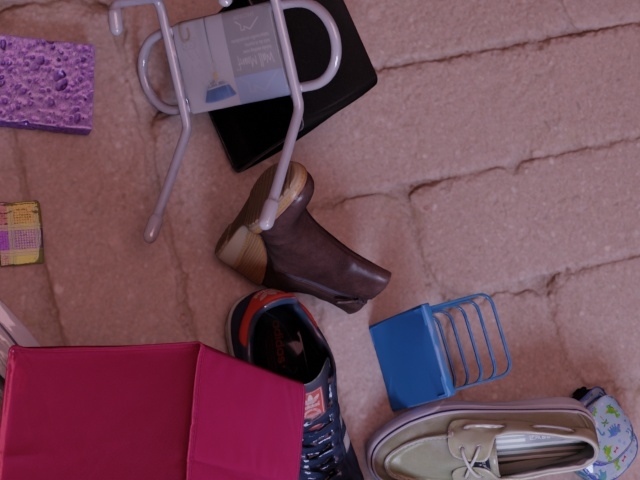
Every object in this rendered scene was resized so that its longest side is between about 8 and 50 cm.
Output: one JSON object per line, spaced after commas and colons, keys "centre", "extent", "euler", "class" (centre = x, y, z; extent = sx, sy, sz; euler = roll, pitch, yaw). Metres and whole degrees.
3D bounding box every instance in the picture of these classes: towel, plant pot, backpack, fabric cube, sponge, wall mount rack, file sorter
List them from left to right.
{"centre": [-0.393, -0.202, 1.884], "extent": [0.210, 0.031, 0.117], "euler": [5, 77, -17], "class": "sponge"}
{"centre": [-0.377, -0.010, 1.860], "extent": [0.060, 0.009, 0.083], "euler": [-5, 81, -20], "class": "towel"}
{"centre": [-0.191, 0.259, 1.678], "extent": [0.254, 0.258, 0.259], "euler": [-2, 74, 25], "class": "fabric cube"}
{"centre": [-0.131, -0.165, 1.803], "extent": [0.130, 0.350, 0.304], "euler": [-19, 100, -47], "class": "wall mount rack"}
{"centre": [-0.040, -0.220, 1.932], "extent": [0.167, 0.187, 0.188], "euler": [-20, 85, -34], "class": "plant pot"}
{"centre": [0.154, 0.143, 1.917], "extent": [0.104, 0.170, 0.118], "euler": [-12, 82, -24], "class": "file sorter"}
{"centre": [0.372, 0.267, 2.005], "extent": [0.105, 0.084, 0.114], "euler": [-39, 96, -18], "class": "backpack"}

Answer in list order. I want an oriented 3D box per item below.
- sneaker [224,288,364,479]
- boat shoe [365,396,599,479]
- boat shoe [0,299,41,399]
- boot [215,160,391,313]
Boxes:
{"centre": [-0.021, 0.224, 1.851], "extent": [0.131, 0.148, 0.350], "euler": [-22, 86, -21], "class": "sneaker"}
{"centre": [0.208, 0.262, 1.902], "extent": [0.302, 0.094, 0.109], "euler": [-11, 107, 0], "class": "boat shoe"}
{"centre": [-0.387, 0.140, 1.779], "extent": [0.258, 0.095, 0.084], "euler": [47, 65, -2], "class": "boat shoe"}
{"centre": [0.000, 0.000, 1.858], "extent": [0.206, 0.248, 0.090], "euler": [22, 59, -15], "class": "boot"}
